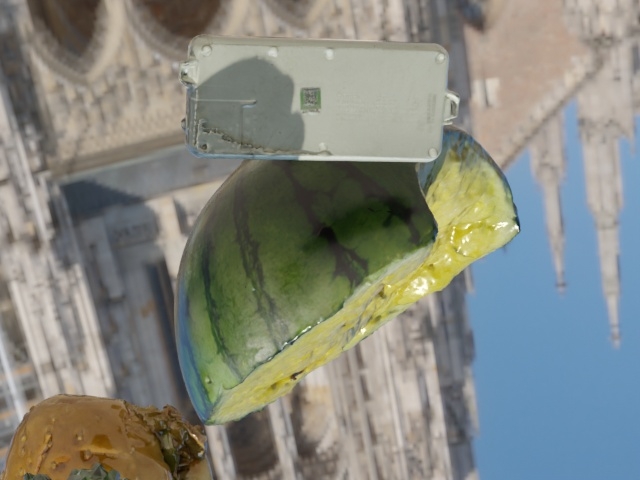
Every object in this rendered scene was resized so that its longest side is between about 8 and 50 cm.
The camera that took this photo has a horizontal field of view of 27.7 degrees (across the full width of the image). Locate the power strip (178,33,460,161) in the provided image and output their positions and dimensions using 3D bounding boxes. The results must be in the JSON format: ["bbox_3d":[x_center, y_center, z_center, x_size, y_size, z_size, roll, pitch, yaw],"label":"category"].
[{"bbox_3d":[-0.001,-0.094,0.869,0.192,0.081,0.035,0,-166,-14],"label":"power strip"}]

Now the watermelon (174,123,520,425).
[{"bbox_3d":[0.000,0.000,1.092,0.331,0.189,0.331,-28,167,-7],"label":"watermelon"}]

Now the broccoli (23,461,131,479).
[{"bbox_3d":[-0.157,0.172,0.475,0.176,0.226,0.198,29,-169,-15],"label":"broccoli"}]

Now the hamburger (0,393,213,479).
[{"bbox_3d":[-0.129,0.163,0.759,0.138,0.147,0.083,7,172,36],"label":"hamburger"}]
